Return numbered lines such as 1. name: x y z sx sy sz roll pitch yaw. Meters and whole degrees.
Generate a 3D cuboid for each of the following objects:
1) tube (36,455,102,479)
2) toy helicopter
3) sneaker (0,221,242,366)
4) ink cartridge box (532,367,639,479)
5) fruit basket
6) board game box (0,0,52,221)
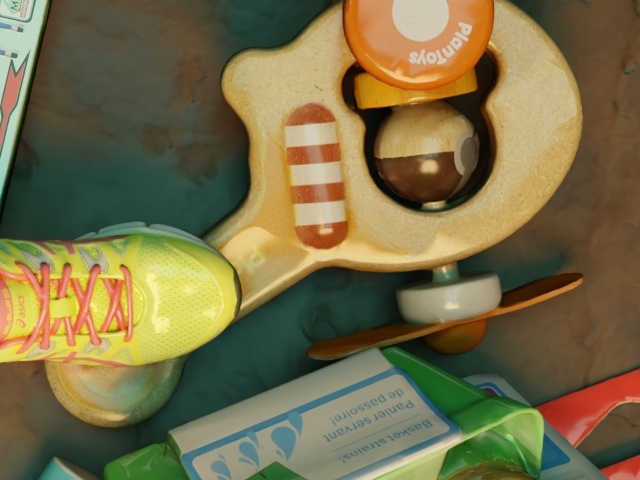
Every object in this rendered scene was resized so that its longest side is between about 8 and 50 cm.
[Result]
1. tube: -0.185 0.224 0.997 0.080 0.052 0.207 31 87 4
2. toy helicopter: 0.000 0.000 1.020 0.355 0.140 0.235 -37 99 1
3. sneaker: -0.147 0.036 0.936 0.208 0.094 0.081 -1 97 0
4. ink cartridge box: 0.226 0.197 1.023 0.296 0.066 0.261 -19 79 -8
5. fruit basket: 0.053 0.202 0.847 0.327 0.353 0.165 -20 124 -23
6. board game box: -0.280 -0.081 1.014 0.213 0.046 0.317 12 83 -7
